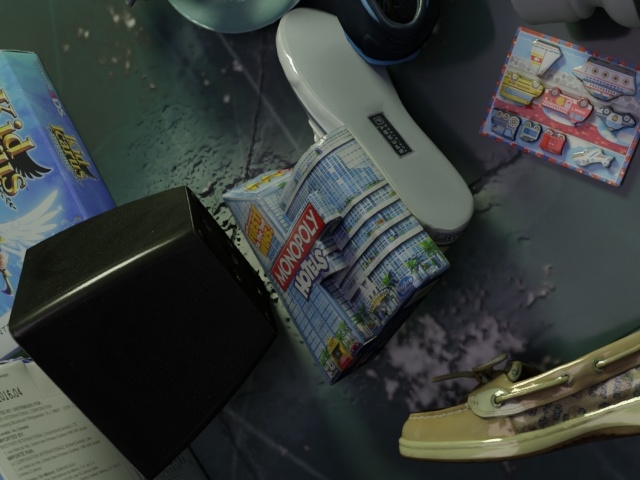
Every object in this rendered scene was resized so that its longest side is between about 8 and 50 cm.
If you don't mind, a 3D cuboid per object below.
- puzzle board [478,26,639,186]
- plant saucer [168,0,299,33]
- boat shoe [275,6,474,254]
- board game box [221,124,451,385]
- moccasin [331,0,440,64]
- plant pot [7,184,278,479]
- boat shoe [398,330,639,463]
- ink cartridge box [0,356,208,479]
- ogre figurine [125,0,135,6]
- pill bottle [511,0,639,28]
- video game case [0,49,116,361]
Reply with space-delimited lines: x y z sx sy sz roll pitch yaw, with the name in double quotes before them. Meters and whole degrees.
"puzzle board" 0.204 -0.112 0.896 0.128 0.011 0.096 24 105 22
"plant saucer" -0.070 -0.287 0.999 0.194 0.037 0.195 3 96 25
"boat shoe" 0.031 -0.088 0.940 0.258 0.095 0.084 61 147 23
"board game box" 0.000 0.000 0.925 0.194 0.060 0.194 53 150 14
"moccasin" 0.042 -0.320 0.883 0.137 0.117 0.342 -20 93 -4
"plant pot" -0.145 0.061 0.971 0.167 0.188 0.187 -35 113 3
"boat shoe" 0.196 0.119 0.878 0.285 0.104 0.089 -15 83 16
"ink cartridge box" -0.233 0.249 0.998 0.151 0.270 0.396 -37 78 19
"ogre figurine" -0.135 -0.292 0.963 0.197 0.097 0.118 -24 66 11
"pill bottle" 0.279 -0.237 0.765 0.283 0.161 0.161 -3 93 27
"video game case" -0.338 -0.021 1.142 0.244 0.061 0.270 -33 80 24
